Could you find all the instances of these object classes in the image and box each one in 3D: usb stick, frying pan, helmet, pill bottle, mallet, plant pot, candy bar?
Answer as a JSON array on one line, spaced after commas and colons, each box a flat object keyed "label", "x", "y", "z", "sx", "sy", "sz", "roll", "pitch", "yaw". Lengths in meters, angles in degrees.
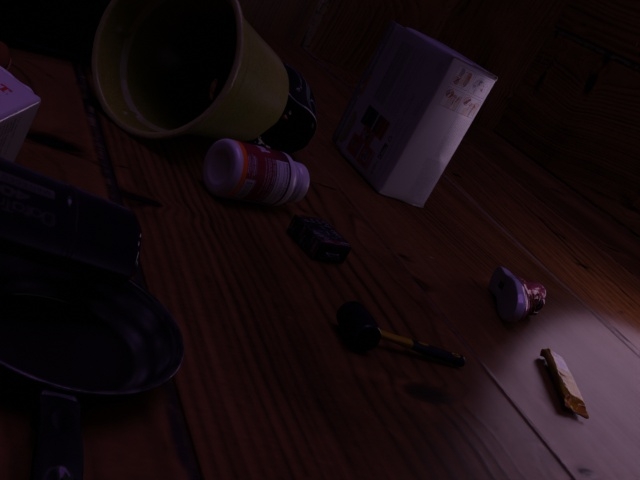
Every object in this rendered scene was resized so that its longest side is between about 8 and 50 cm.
[{"label": "usb stick", "x": -0.251, "y": -0.029, "z": 0.587, "sx": 0.278, "sy": 0.045, "sz": 0.077, "roll": 25, "pitch": 54, "yaw": -49}, {"label": "frying pan", "x": -0.172, "y": 0.102, "z": 0.580, "sx": 0.197, "sy": 0.053, "sz": 0.326, "roll": 10, "pitch": 27, "yaw": -44}, {"label": "helmet", "x": -0.091, "y": -0.257, "z": 1.439, "sx": 0.169, "sy": 0.169, "sz": 0.161, "roll": 11, "pitch": 41, "yaw": -40}, {"label": "pill bottle", "x": -0.092, "y": -0.098, "z": 1.146, "sx": 0.152, "sy": 0.086, "sz": 0.086, "roll": 8, "pitch": 27, "yaw": -46}, {"label": "mallet", "x": 0.100, "y": 0.120, "z": 0.941, "sx": 0.190, "sy": 0.039, "sz": 0.062, "roll": 20, "pitch": 18, "yaw": -37}, {"label": "plant pot", "x": -0.184, "y": -0.276, "z": 1.263, "sx": 0.276, "sy": 0.276, "sz": 0.254, "roll": 37, "pitch": 10, "yaw": 24}, {"label": "candy bar", "x": 0.345, "y": 0.198, "z": 1.088, "sx": 0.040, "sy": 0.018, "sz": 0.161, "roll": 29, "pitch": 18, "yaw": -7}]

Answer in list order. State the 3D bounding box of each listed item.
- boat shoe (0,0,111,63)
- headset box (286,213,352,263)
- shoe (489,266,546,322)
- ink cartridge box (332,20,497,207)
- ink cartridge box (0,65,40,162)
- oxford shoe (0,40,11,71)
[{"label": "boat shoe", "x": -0.372, "y": -0.389, "z": 1.381, "sx": 0.500, "sy": 0.186, "sz": 0.156, "roll": 5, "pitch": 35, "yaw": -39}, {"label": "headset box", "x": 0.000, "y": 0.000, "z": 1.103, "sx": 0.062, "sy": 0.032, "sz": 0.083, "roll": 9, "pitch": 28, "yaw": -42}, {"label": "shoe", "x": 0.336, "y": 0.096, "z": 1.265, "sx": 0.081, "sy": 0.063, "sz": 0.178, "roll": 21, "pitch": 15, "yaw": -4}, {"label": "ink cartridge box", "x": 0.185, "y": -0.275, "z": 1.633, "sx": 0.130, "sy": 0.309, "sz": 0.272, "roll": 16, "pitch": 23, "yaw": -32}, {"label": "ink cartridge box", "x": -0.382, "y": -0.098, "z": 0.633, "sx": 0.172, "sy": 0.100, "sz": 0.237, "roll": 36, "pitch": 32, "yaw": -2}, {"label": "oxford shoe", "x": -0.481, "y": -0.265, "z": 1.063, "sx": 0.076, "sy": 0.076, "sz": 0.212, "roll": 24, "pitch": 18, "yaw": -6}]
